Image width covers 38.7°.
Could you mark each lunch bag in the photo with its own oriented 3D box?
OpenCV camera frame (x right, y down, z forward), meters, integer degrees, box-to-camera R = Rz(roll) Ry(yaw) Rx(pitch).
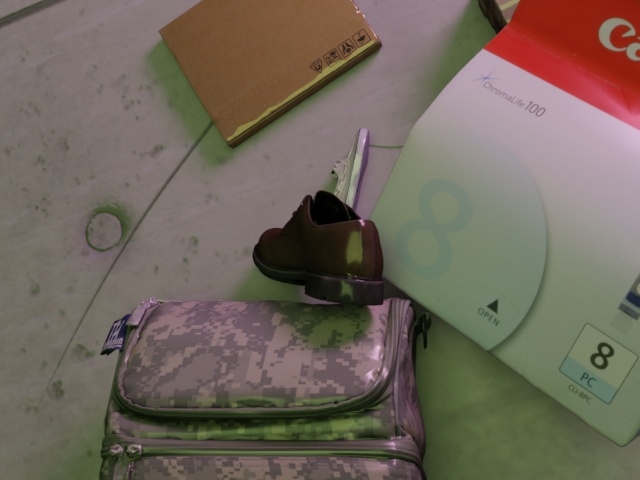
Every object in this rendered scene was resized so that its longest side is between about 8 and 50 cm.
[{"bbox_3d":[-0.049,0.178,0.850,0.304,0.213,0.256,-3,63,11],"label":"lunch bag"}]

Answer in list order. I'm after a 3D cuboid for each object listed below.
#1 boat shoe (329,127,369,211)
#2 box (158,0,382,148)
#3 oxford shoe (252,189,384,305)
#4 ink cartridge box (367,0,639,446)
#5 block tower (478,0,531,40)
[{"bbox_3d":[0.027,-0.071,0.956,0.035,0.035,0.100,12,90,12],"label":"boat shoe"},{"bbox_3d":[-0.058,-0.224,1.007,0.201,0.021,0.164,-33,75,6],"label":"box"},{"bbox_3d":[0.000,0.000,0.869,0.082,0.227,0.096,3,94,-27],"label":"oxford shoe"},{"bbox_3d":[0.233,-0.070,0.779,0.308,0.091,0.385,36,114,30],"label":"ink cartridge box"},{"bbox_3d":[0.258,-0.141,0.887,0.097,0.091,0.336,-26,76,6],"label":"block tower"}]
